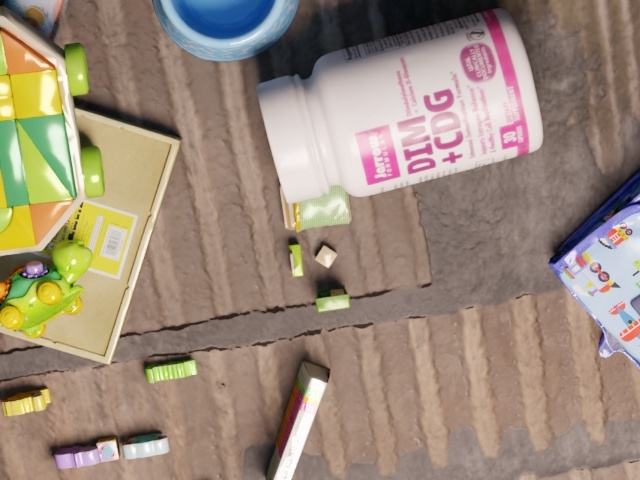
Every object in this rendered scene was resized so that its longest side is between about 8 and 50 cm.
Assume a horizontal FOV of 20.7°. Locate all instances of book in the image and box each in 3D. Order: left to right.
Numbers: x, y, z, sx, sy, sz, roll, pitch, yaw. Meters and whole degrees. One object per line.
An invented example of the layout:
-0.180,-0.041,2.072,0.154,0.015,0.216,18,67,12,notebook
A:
-0.028,0.213,1.950,0.035,0.096,0.144,20,96,-3,book

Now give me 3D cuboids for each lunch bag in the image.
0.414,0.023,1.938,0.293,0.138,0.221,-43,96,16,lunch bag

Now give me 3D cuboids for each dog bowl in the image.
-0.127,-0.339,1.899,0.166,0.074,0.297,-19,96,1,dog bowl

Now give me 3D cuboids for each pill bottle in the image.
0.084,-0.138,1.881,0.283,0.160,0.160,-15,96,1,pill bottle

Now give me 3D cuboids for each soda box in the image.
-0.296,-0.301,1.908,0.063,0.058,0.183,18,95,-3,soda box

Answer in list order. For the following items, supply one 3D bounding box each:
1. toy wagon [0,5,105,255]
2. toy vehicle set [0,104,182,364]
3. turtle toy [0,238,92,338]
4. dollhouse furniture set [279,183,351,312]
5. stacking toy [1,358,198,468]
-0.376,-0.146,1.843,0.267,0.068,0.344,-7,115,-4,toy wagon
-0.273,-0.011,1.952,0.166,0.035,0.267,18,96,-3,toy vehicle set
-0.300,0.051,1.901,0.130,0.095,0.066,-33,75,2,turtle toy
0.000,0.000,1.946,0.076,0.058,0.152,-7,96,-1,dollhouse furniture set
-0.233,0.236,1.972,0.221,0.052,0.167,-11,97,0,stacking toy
